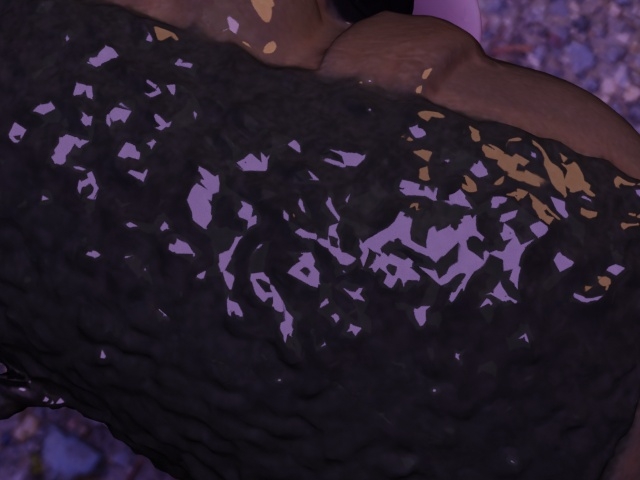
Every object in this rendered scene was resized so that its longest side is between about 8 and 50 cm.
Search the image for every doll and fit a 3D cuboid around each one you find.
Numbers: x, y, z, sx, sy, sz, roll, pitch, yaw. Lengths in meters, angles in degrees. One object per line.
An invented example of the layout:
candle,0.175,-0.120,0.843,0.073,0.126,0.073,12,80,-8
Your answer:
doll,-0.010,-0.006,0.672,0.349,0.247,0.247,17,73,2

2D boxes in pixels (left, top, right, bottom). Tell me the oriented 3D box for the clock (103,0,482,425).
clock,0.000,0.000,0.820,0.275,0.080,0.290,-40,104,7
